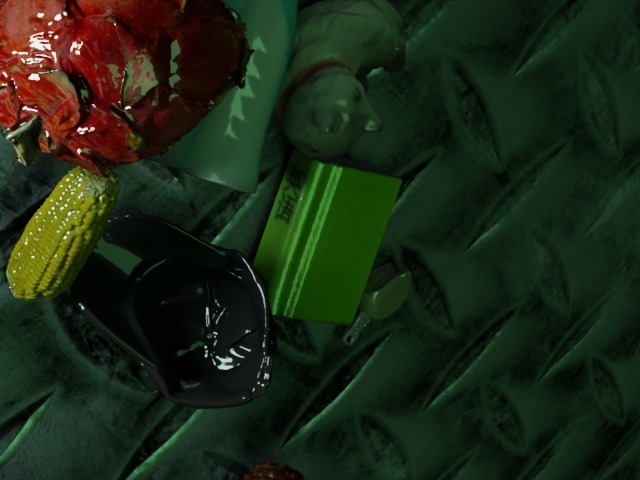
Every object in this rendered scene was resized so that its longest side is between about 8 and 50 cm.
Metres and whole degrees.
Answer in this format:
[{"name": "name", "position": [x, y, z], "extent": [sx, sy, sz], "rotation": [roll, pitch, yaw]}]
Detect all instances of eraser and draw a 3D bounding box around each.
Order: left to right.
[{"name": "eraser", "position": [0.000, 0.000, 2.064], "extent": [0.210, 0.092, 0.274], "rotation": [10, 106, -45]}]

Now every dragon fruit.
[{"name": "dragon fruit", "position": [-0.254, -0.226, 1.560], "extent": [0.342, 0.277, 0.277], "rotation": [-39, 135, -18]}]

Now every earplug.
[{"name": "earplug", "position": [-0.125, -0.245, 1.759], "extent": [0.185, 0.185, 0.323], "rotation": [15, 96, -46]}]

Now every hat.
[{"name": "hat", "position": [-0.219, 0.106, 1.900], "extent": [0.336, 0.209, 0.238], "rotation": [35, 77, -9]}]

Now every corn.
[{"name": "corn", "position": [-0.344, -0.007, 1.690], "extent": [0.097, 0.097, 0.261], "rotation": [-2, 142, -42]}]

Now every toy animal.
[{"name": "toy animal", "position": [0.050, -0.242, 1.893], "extent": [0.308, 0.188, 0.266], "rotation": [2, 98, -39]}]

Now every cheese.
[{"name": "cheese", "position": [0.092, 0.109, 2.246], "extent": [0.171, 0.048, 0.092], "rotation": [-39, 134, -18]}]

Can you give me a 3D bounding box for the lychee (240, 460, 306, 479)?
[{"name": "lychee", "position": [-0.084, 0.480, 2.214], "extent": [0.188, 0.188, 0.188], "rotation": [-22, 128, -32]}]
